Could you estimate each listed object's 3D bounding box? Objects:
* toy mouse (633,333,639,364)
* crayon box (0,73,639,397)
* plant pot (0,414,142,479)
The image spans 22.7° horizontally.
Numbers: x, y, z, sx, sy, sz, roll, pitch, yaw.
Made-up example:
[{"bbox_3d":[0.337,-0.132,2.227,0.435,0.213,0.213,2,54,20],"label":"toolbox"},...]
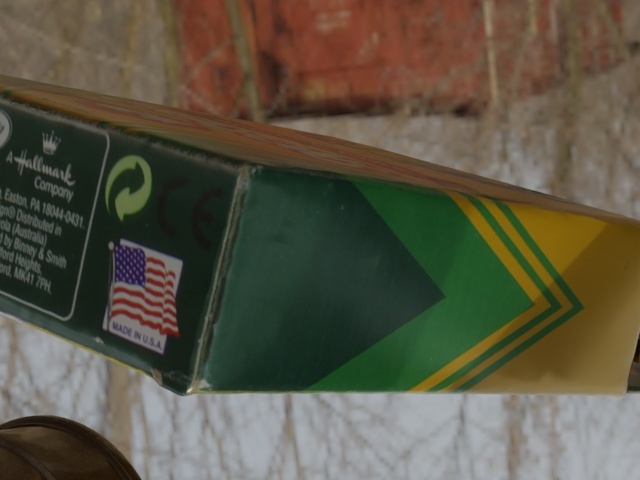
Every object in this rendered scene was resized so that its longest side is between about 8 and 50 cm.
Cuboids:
[{"bbox_3d":[0.245,0.071,1.015,0.143,0.031,0.161,-15,-131,13],"label":"toy mouse"},{"bbox_3d":[0.000,0.000,0.669,0.202,0.081,0.318,18,-173,40],"label":"crayon box"},{"bbox_3d":[-0.176,0.158,0.672,0.167,0.167,0.165,2,177,37],"label":"plant pot"}]
